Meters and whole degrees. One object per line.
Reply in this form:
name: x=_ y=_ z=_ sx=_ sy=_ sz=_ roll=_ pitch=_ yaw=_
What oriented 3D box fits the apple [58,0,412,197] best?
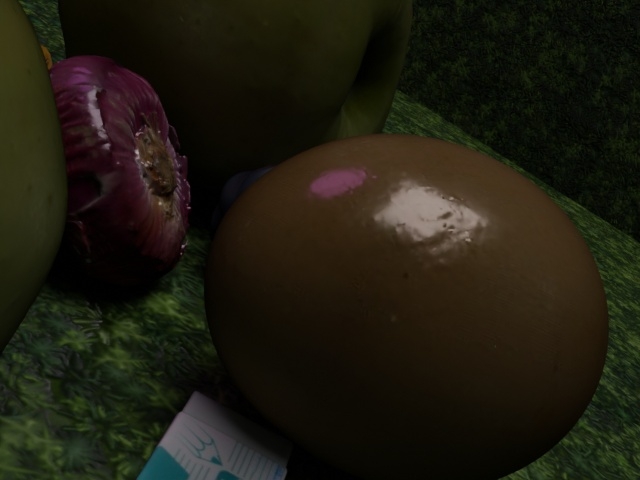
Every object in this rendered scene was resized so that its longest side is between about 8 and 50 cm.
apple: x=-0.105 y=-0.277 z=1.045 sx=0.473 sy=0.473 sz=0.473 roll=26 pitch=21 yaw=-11

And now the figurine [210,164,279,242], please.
figurine: x=-0.003 y=-0.004 z=0.924 sx=0.265 sy=0.175 sz=0.197 roll=5 pitch=36 yaw=-34

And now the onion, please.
onion: x=-0.225 y=-0.064 z=0.772 sx=0.163 sy=0.230 sz=0.230 roll=-6 pitch=17 yaw=12

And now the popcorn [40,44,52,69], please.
popcorn: x=-0.387 y=-0.174 z=0.747 sx=0.250 sy=0.190 sz=0.250 roll=2 pitch=13 yaw=-1

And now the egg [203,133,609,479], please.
egg: x=0.075 y=0.059 z=0.687 sx=0.374 sy=0.301 sz=0.301 roll=24 pitch=21 yaw=-28

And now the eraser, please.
eraser: x=-0.089 y=0.192 z=0.520 sx=0.095 sy=0.052 sz=0.225 roll=29 pitch=21 yaw=0

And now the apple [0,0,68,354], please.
apple: x=-0.303 y=-0.050 z=0.403 sx=0.357 sy=0.357 sz=0.357 roll=26 pitch=21 yaw=-11
